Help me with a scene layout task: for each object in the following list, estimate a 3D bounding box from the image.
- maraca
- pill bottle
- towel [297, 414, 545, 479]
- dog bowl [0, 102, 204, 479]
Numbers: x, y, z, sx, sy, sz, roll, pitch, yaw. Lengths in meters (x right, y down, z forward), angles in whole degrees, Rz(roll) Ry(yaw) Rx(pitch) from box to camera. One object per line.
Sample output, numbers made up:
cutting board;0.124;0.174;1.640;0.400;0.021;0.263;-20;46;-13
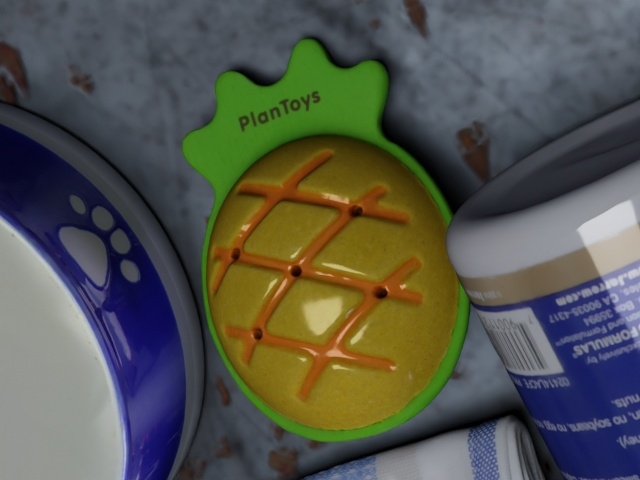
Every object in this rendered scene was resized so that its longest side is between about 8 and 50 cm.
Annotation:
maraca;0.000;0.000;0.862;0.127;0.099;0.185;-20;77;14
pill bottle;0.175;0.076;0.800;0.153;0.153;0.264;-24;101;23
towel;0.009;0.221;0.929;0.285;0.034;0.209;-21;81;26
dog bowl;-0.198;0.065;0.938;0.265;0.104;0.264;5;110;15
